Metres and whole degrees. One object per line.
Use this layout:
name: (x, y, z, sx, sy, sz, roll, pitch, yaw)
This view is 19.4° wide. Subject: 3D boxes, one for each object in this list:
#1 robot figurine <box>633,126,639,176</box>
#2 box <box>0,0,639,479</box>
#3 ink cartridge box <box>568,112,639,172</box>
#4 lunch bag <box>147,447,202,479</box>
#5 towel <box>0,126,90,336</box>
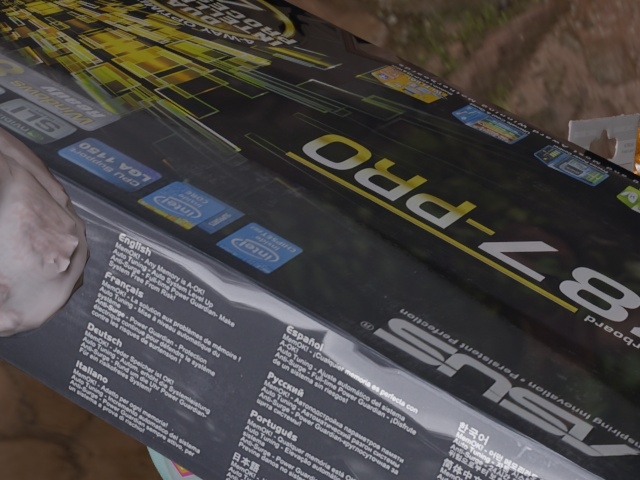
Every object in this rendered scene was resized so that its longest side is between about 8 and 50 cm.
robot figurine: (0.270, 0.059, 1.678, 0.211, 0.085, 0.291, 34, 94, 26)
box: (0.000, 0.000, 0.813, 0.395, 0.318, 0.097, 29, 116, 16)
ink cartridge box: (0.195, 0.011, 1.495, 0.056, 0.181, 0.225, 7, 99, 25)
lunch bag: (0.001, 0.156, 1.401, 0.262, 0.223, 0.160, 53, 55, -14)
towel: (-0.243, -0.104, 0.439, 0.317, 0.332, 0.053, 26, 83, 52)
